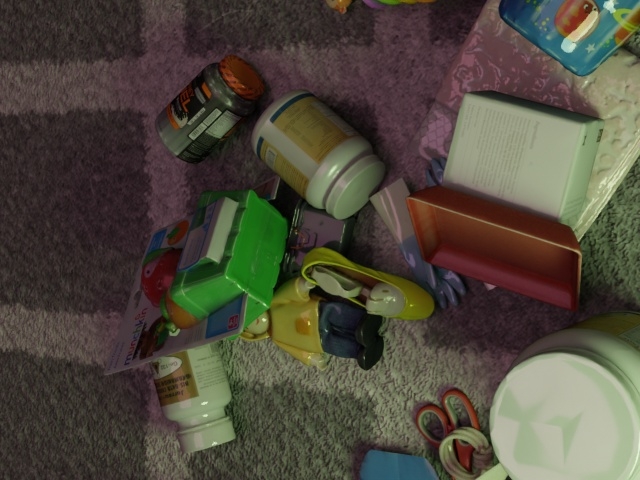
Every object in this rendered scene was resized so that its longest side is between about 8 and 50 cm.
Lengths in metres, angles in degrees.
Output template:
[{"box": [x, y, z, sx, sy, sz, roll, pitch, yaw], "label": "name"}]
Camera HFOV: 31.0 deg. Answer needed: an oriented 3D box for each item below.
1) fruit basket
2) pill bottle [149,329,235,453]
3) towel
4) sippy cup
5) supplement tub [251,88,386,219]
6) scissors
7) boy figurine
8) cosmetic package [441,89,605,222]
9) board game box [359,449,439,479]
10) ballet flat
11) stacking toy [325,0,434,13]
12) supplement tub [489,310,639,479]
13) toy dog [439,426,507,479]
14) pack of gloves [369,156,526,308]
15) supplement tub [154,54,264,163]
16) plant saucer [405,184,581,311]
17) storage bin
[{"box": [-0.230, 0.055, 1.998, 0.353, 0.165, 0.327, -15, 46, 35], "label": "fruit basket"}, {"box": [-0.234, 0.264, 2.102, 0.131, 0.131, 0.229, -19, 84, 30], "label": "pill bottle"}, {"box": [0.332, -0.191, 1.789, 0.332, 0.053, 0.317, 37, 110, 22], "label": "towel"}, {"box": [0.378, -0.363, 1.630, 0.240, 0.305, 0.224, 32, 105, -21], "label": "sippy cup"}, {"box": [-0.003, -0.143, 1.930, 0.200, 0.144, 0.144, 43, 113, 20], "label": "supplement tub"}, {"box": [0.242, 0.395, 1.901, 0.109, 0.021, 0.297, -23, 81, 27], "label": "scissors"}, {"box": [-0.032, 0.137, 1.992, 0.285, 0.092, 0.177, 10, 117, 26], "label": "boy figurine"}, {"box": [0.298, -0.126, 1.691, 0.184, 0.151, 0.151, 19, 105, 22], "label": "cosmetic package"}, {"box": [0.144, 0.419, 1.952, 0.169, 0.033, 0.133, 0, 101, 38], "label": "board game box"}, {"box": [0.071, 0.081, 1.884, 0.231, 0.077, 0.077, 24, 116, 11], "label": "ballet flat"}, {"box": [0.111, -0.438, 1.859, 0.302, 0.166, 0.175, -12, 91, 45], "label": "stacking toy"}, {"box": [0.393, 0.233, 1.623, 0.241, 0.331, 0.241, 3, 95, 30], "label": "supplement tub"}, {"box": [0.303, 0.434, 1.781, 0.220, 0.161, 0.333, -21, 86, 23], "label": "toy dog"}, {"box": [0.193, -0.007, 1.855, 0.195, 0.046, 0.232, -33, 86, 40], "label": "pack of gloves"}, {"box": [-0.195, -0.235, 2.051, 0.190, 0.117, 0.117, -41, 74, 25], "label": "supplement tub"}, {"box": [0.266, 0.006, 1.705, 0.259, 0.258, 0.047, 19, 73, 18], "label": "plant saucer"}, {"box": [0.000, 0.000, 1.975, 0.091, 0.098, 0.135, 15, 101, 18], "label": "storage bin"}]
